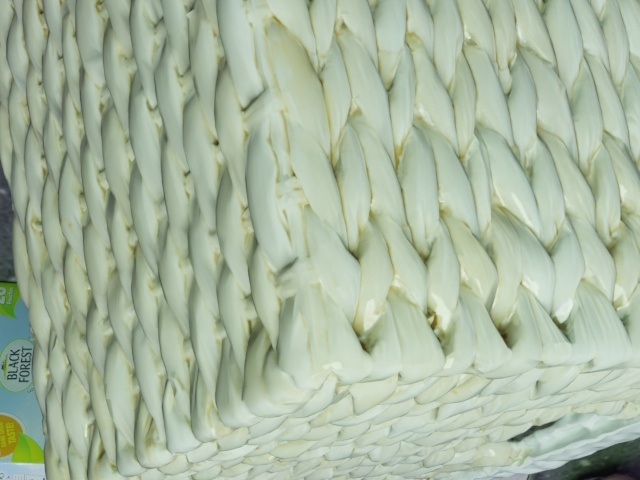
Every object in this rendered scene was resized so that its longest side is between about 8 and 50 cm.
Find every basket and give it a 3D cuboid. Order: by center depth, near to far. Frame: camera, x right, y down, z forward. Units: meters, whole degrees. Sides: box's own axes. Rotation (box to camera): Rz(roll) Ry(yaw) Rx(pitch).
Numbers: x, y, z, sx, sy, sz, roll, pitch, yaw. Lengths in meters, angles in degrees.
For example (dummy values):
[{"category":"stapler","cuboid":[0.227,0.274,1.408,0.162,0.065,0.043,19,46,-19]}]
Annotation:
[{"category":"basket","cuboid":[0.016,-0.049,0.664,0.266,0.331,0.328,-3,164,-30]}]

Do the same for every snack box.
[{"category":"snack box","cuboid":[-0.147,0.116,1.008,0.207,0.174,0.070,2,132,-9]}]

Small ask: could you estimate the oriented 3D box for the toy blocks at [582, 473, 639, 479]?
[{"category":"toy blocks","cuboid":[0.335,0.369,1.257,0.288,0.309,0.260,8,175,-24]}]
